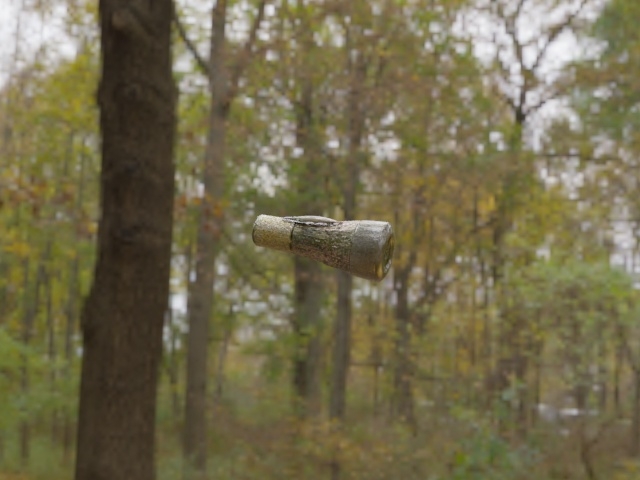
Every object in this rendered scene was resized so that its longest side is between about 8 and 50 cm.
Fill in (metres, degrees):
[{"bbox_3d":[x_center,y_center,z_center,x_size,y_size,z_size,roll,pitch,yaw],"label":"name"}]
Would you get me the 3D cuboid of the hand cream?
[{"bbox_3d":[0.000,0.000,1.808,0.203,0.084,0.084,11,-5,17],"label":"hand cream"}]
